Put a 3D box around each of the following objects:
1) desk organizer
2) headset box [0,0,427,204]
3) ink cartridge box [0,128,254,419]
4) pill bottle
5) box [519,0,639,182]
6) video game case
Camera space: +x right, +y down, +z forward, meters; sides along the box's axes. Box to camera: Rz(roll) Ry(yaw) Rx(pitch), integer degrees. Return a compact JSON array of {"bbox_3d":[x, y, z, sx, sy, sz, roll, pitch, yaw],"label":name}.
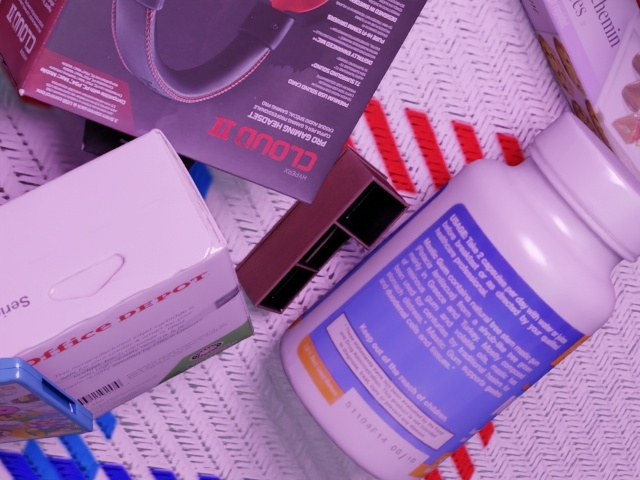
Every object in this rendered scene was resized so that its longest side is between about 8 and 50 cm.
[{"bbox_3d":[0.000,0.000,1.089,0.130,0.050,0.047,-47,125,7],"label":"desk organizer"},{"bbox_3d":[-0.054,-0.172,0.931,0.218,0.110,0.293,21,108,-32],"label":"headset box"},{"bbox_3d":[-0.138,0.034,0.955,0.160,0.092,0.219,-27,163,-7],"label":"ink cartridge box"},{"bbox_3d":[0.114,0.039,1.080,0.272,0.152,0.152,-42,126,14],"label":"pill bottle"},{"bbox_3d":[0.200,-0.142,1.087,0.063,0.067,0.324,-35,126,-2],"label":"box"},{"bbox_3d":[-0.211,0.099,0.881,0.119,0.015,0.166,-7,162,4],"label":"video game case"}]
